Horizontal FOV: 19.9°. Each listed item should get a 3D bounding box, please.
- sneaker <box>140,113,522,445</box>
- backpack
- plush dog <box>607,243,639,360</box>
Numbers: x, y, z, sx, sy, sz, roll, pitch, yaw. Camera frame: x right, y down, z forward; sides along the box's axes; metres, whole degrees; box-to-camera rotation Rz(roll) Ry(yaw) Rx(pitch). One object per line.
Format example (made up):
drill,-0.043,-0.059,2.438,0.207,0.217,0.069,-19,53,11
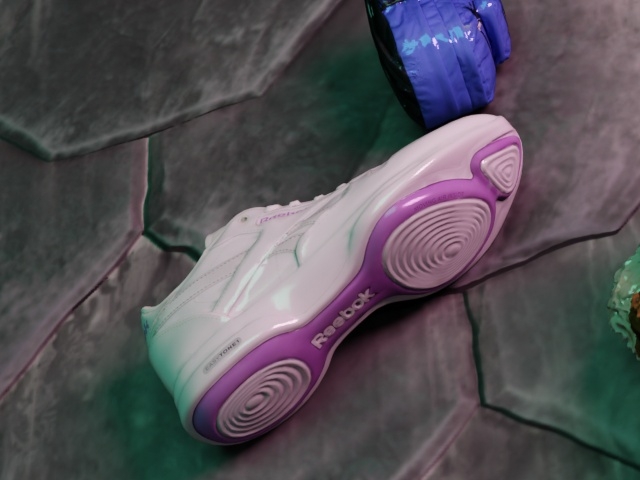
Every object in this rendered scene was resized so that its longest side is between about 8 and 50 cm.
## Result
sneaker,0.000,0.000,1.267,0.305,0.114,0.152,-38,47,-3
backpack,0.089,-0.152,1.351,0.101,0.098,0.120,-21,46,9
plush dog,0.272,-0.020,1.030,0.262,0.210,0.225,-23,24,10
